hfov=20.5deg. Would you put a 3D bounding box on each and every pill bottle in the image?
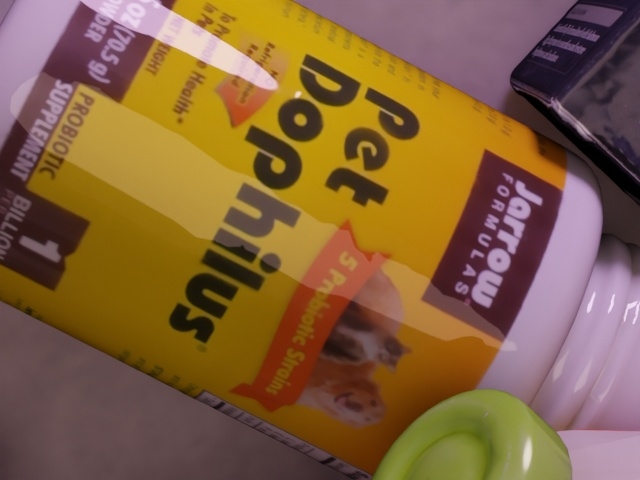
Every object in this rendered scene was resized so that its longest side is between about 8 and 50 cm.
[{"bbox_3d":[0.000,0.000,0.520,0.215,0.117,0.117,27,97,-7],"label":"pill bottle"}]

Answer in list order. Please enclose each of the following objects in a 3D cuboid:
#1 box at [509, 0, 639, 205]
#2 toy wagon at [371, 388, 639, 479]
[{"bbox_3d":[0.170,-0.050,0.533,0.156,0.093,0.158,42,96,-8],"label":"box"},{"bbox_3d":[0.043,0.184,0.537,0.344,0.068,0.267,-35,121,23],"label":"toy wagon"}]
